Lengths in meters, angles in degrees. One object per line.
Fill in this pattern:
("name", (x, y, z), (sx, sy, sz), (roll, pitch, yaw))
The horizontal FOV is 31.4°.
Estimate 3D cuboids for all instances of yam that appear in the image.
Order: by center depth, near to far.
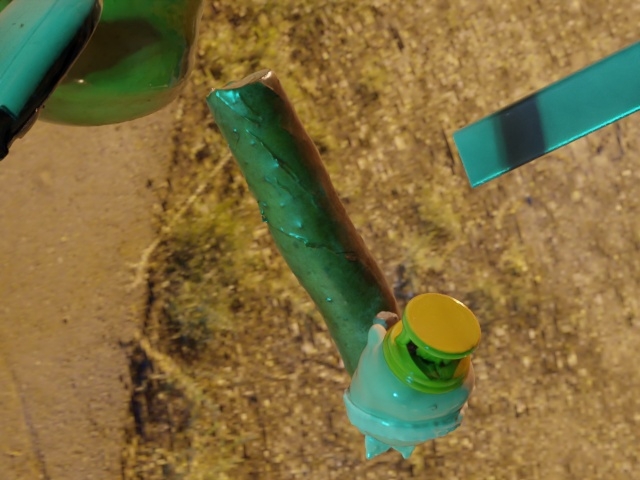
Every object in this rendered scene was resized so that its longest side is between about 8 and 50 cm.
("yam", (0.000, 0.000, 0.727), (0.057, 0.057, 0.241), (-49, 121, -42))

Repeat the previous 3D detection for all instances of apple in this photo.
("apple", (-0.429, -0.427, 2.062), (0.473, 0.473, 0.474), (15, 67, -42))

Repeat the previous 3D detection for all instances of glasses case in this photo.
("glasses case", (0.254, -0.139, 1.056), (0.056, 0.266, 0.105), (60, 26, -9))

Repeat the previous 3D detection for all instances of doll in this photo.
("doll", (0.049, 0.082, 0.687), (0.073, 0.127, 0.084), (-7, 50, -26))

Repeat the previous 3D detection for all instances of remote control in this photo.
("remote control", (-0.240, -0.084, 0.783), (0.045, 0.097, 0.256), (36, 91, -41))
